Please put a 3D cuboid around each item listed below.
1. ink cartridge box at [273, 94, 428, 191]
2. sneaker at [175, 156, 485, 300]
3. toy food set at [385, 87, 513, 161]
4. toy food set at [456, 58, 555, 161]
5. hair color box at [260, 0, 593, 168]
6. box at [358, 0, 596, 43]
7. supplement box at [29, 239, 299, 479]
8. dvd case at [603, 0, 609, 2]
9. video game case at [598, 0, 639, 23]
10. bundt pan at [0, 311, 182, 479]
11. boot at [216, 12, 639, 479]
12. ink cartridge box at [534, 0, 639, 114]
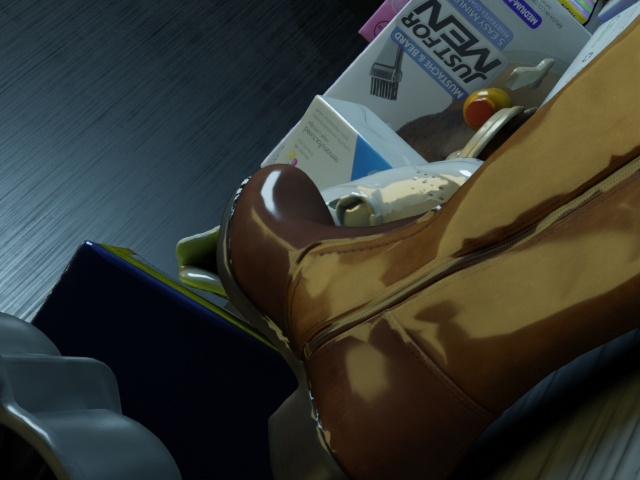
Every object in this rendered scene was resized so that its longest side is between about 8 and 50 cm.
[{"bbox_3d":[0.000,0.000,0.805,0.078,0.134,0.231,0,-50,-51],"label":"ink cartridge box"},{"bbox_3d":[0.007,0.010,0.647,0.129,0.111,0.297,4,-16,-43],"label":"sneaker"},{"bbox_3d":[0.078,-0.060,0.833,0.232,0.111,0.104,-19,3,21],"label":"toy food set"},{"bbox_3d":[0.134,-0.052,0.698,0.192,0.038,0.132,-59,-16,26],"label":"toy food set"},{"bbox_3d":[0.116,-0.149,0.953,0.339,0.185,0.110,-47,7,13],"label":"hair color box"},{"bbox_3d":[0.219,-0.317,1.216,0.243,0.213,0.117,-43,7,37],"label":"box"},{"bbox_3d":[-0.139,0.134,0.701,0.195,0.194,0.356,-59,6,-5],"label":"supplement box"},{"bbox_3d":[0.437,-0.407,1.143,0.179,0.029,0.238,-45,5,29],"label":"dvd case"},{"bbox_3d":[0.401,-0.330,0.895,0.193,0.023,0.212,-50,7,-29],"label":"video game case"},{"bbox_3d":[-0.189,0.180,0.417,0.331,0.331,0.124,-46,-18,16],"label":"bundt pan"},{"bbox_3d":[0.063,-0.022,0.448,0.280,0.096,0.264,-46,32,27],"label":"boot"},{"bbox_3d":[0.220,-0.110,0.579,0.223,0.045,0.224,-51,7,-22],"label":"ink cartridge box"}]
